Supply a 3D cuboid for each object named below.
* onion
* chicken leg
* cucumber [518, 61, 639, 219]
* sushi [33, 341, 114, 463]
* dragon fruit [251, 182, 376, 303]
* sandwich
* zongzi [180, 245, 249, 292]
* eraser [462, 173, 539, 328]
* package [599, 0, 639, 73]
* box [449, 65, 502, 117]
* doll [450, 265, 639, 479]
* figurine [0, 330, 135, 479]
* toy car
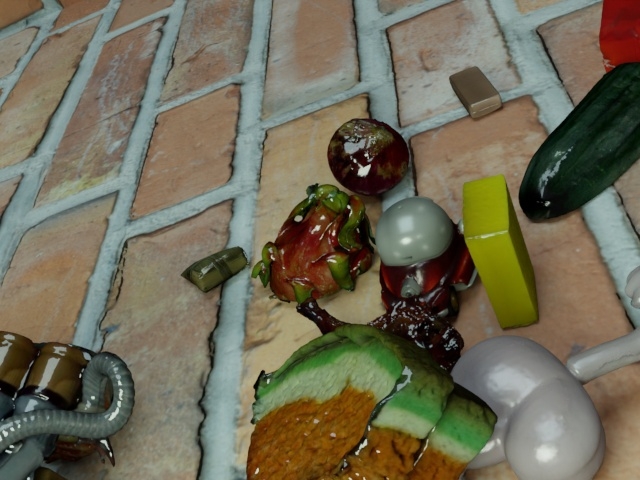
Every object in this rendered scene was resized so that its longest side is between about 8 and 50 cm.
[{"bbox_3d":[0.061,-0.107,1.221,0.107,0.097,0.107,1,66,-2],"label":"onion"},{"bbox_3d":[0.054,0.099,0.951,0.205,0.053,0.093,-2,70,32],"label":"chicken leg"},{"bbox_3d":[0.309,-0.116,1.079,0.115,0.063,0.244,11,50,46],"label":"cucumber"},{"bbox_3d":[-0.346,0.176,1.079,0.332,0.124,0.130,-3,52,31],"label":"sushi"},{"bbox_3d":[0.000,0.000,1.106,0.142,0.175,0.138,-3,38,-19],"label":"dragon fruit"},{"bbox_3d":[0.029,0.172,0.768,0.292,0.109,0.212,-42,29,49],"label":"sandwich"},{"bbox_3d":[-0.137,0.034,1.220,0.076,0.040,0.083,-31,14,-19],"label":"zongzi"},{"bbox_3d":[0.178,0.012,0.931,0.045,0.122,0.097,-15,35,16],"label":"eraser"},{"bbox_3d":[0.527,-0.351,1.196,0.423,0.123,0.196,-42,33,-24],"label":"package"},{"bbox_3d":[0.215,-0.206,1.307,0.048,0.025,0.115,-20,33,2],"label":"box"},{"bbox_3d":[0.251,0.101,0.779,0.365,0.094,0.160,-30,40,-2],"label":"doll"},{"bbox_3d":[-0.319,0.276,0.834,0.261,0.186,0.382,4,55,22],"label":"figurine"},{"bbox_3d":[0.103,0.012,0.995,0.112,0.112,0.139,-10,35,25],"label":"toy car"}]
